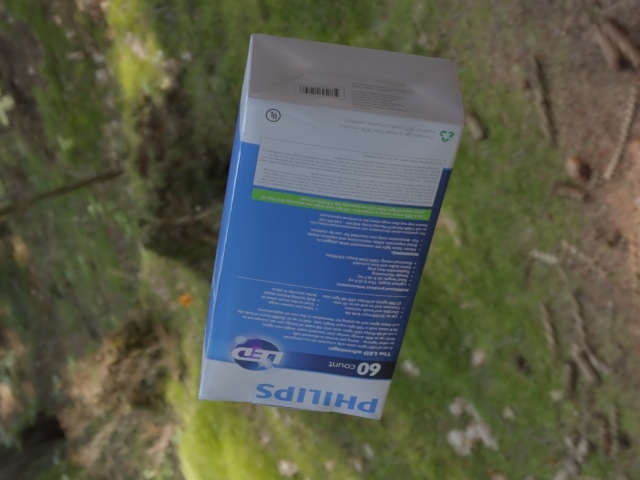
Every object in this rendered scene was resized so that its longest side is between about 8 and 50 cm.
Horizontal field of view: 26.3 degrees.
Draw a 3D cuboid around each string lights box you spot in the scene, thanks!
[{"bbox_3d":[0.000,0.000,0.905,0.076,0.133,0.259,-91,11,-50],"label":"string lights box"}]
